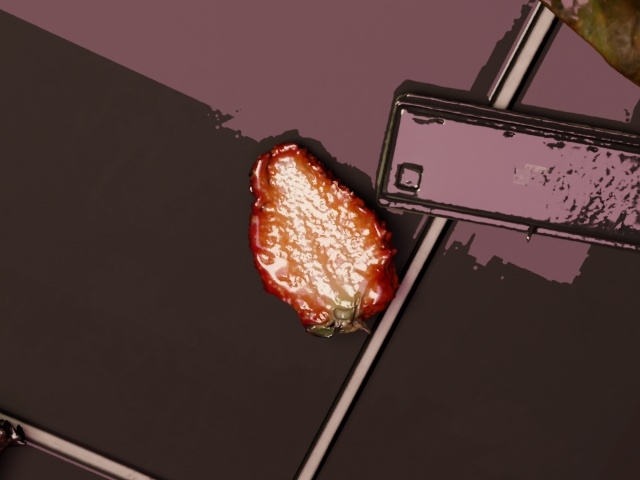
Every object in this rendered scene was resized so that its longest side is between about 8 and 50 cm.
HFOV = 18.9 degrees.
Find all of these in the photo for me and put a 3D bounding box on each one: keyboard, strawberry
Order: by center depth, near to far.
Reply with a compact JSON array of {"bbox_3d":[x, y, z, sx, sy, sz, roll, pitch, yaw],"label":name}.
[{"bbox_3d":[0.158,-0.044,1.385,0.230,0.025,0.094,11,108,-3],"label":"keyboard"},{"bbox_3d":[0.001,-0.001,1.394,0.104,0.048,0.152,-19,95,15],"label":"strawberry"}]

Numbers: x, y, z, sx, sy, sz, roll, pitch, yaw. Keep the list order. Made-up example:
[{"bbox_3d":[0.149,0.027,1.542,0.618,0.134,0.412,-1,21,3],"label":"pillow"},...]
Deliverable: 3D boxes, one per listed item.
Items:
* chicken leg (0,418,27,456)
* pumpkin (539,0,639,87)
[{"bbox_3d":[-0.285,0.194,1.458,0.105,0.063,0.234,14,111,1],"label":"chicken leg"},{"bbox_3d":[0.149,-0.250,1.276,0.290,0.095,0.258,14,97,-14],"label":"pumpkin"}]
